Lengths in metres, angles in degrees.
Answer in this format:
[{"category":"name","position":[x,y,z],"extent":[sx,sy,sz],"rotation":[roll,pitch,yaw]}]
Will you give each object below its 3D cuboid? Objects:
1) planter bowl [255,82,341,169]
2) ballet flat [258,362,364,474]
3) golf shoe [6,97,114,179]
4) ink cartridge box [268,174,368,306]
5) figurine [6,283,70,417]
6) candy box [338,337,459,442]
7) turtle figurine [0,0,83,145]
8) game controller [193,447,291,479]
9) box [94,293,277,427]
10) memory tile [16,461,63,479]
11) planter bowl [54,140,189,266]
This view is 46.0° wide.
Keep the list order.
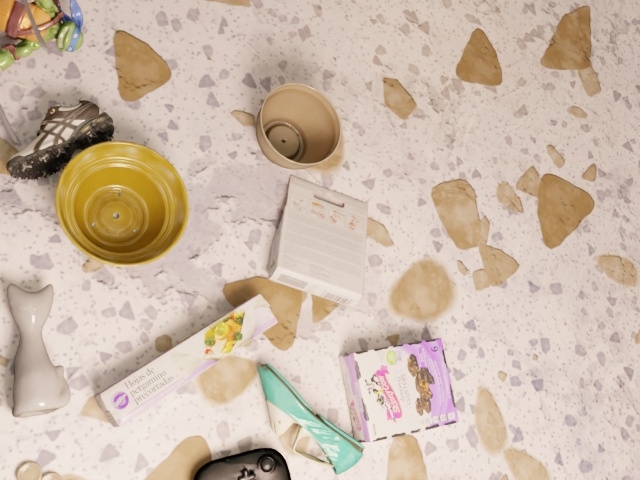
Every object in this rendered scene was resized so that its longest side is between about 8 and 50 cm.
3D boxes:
[{"category":"planter bowl","position":[-0.055,-0.204,1.436],"extent":[0.162,0.109,0.162],"rotation":[6,74,-23]},{"category":"ballet flat","position":[-0.033,0.323,1.321],"extent":[0.247,0.083,0.087],"rotation":[42,77,-7]},{"category":"golf shoe","position":[-0.452,-0.174,1.277],"extent":[0.198,0.077,0.094],"rotation":[-35,77,-32]},{"category":"ink cartridge box","position":[0.000,0.000,1.451],"extent":[0.181,0.056,0.225],"rotation":[20,50,-18]},{"category":"figurine","position":[-0.502,0.167,1.148],"extent":[0.214,0.092,0.209],"rotation":[-3,73,-26]},{"category":"candy box","position":[0.147,0.280,1.417],"extent":[0.196,0.070,0.165],"rotation":[-6,78,-26]},{"category":"turtle figurine","position":[-0.534,-0.355,1.212],"extent":[0.266,0.198,0.275],"rotation":[26,63,-12]},{"category":"game controller","position":[-0.108,0.512,1.240],"extent":[0.166,0.067,0.319],"rotation":[-8,79,-26]},{"category":"box","position":[-0.220,0.198,1.276],"extent":[0.324,0.067,0.063],"rotation":[-32,89,-27]},{"category":"memory tile","position":[-0.418,0.417,1.155],"extent":[0.148,0.012,0.113],"rotation":[32,65,-13]},{"category":"planter bowl","position":[-0.340,-0.051,1.275],"extent":[0.217,0.090,0.217],"rotation":[7,72,-23]}]
